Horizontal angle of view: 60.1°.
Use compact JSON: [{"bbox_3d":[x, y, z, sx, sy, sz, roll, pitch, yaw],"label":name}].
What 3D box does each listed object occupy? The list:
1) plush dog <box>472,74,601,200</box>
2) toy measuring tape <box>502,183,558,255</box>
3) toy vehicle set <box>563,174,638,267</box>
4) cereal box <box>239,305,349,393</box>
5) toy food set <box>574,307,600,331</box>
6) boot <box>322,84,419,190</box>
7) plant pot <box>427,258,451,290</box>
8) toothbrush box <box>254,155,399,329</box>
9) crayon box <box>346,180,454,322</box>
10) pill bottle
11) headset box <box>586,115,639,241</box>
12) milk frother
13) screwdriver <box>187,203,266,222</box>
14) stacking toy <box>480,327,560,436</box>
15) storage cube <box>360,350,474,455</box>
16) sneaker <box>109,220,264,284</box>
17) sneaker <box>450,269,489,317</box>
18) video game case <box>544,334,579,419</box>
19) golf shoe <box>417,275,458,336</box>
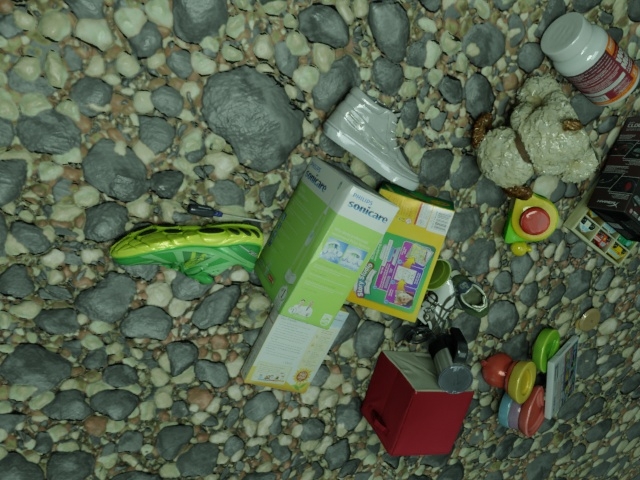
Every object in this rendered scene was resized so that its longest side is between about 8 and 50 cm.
[{"bbox_3d":[0.456,-0.203,1.210,0.226,0.211,0.262,-29,94,27],"label":"plush dog"},{"bbox_3d":[0.531,-0.116,1.342,0.122,0.121,0.329,1,108,-24],"label":"toy measuring tape"},{"bbox_3d":[0.804,-0.049,1.535,0.267,0.035,0.165,28,100,-31],"label":"toy vehicle set"},{"bbox_3d":[-0.061,0.239,1.295,0.173,0.047,0.240,21,104,-30],"label":"cereal box"},{"bbox_3d":[0.820,0.242,1.689,0.083,0.020,0.083,18,105,-29],"label":"toy food set"},{"bbox_3d":[0.136,-0.208,1.137,0.258,0.095,0.123,28,107,-30],"label":"boot"},{"bbox_3d":[0.257,0.065,1.329,0.084,0.079,0.083,-10,118,-19],"label":"plant pot"},{"bbox_3d":[0.000,0.000,1.114,0.122,0.206,0.283,21,103,-29],"label":"toothbrush box"},{"bbox_3d":[0.174,0.027,1.232,0.166,0.081,0.278,18,109,6],"label":"crayon box"},{"bbox_3d":[0.599,-0.402,1.230,0.221,0.121,0.121,25,102,-31],"label":"pill bottle"},{"bbox_3d":[0.843,-0.164,1.423,0.218,0.110,0.293,29,86,-30],"label":"headset box"},{"bbox_3d":[0.286,0.284,1.354,0.143,0.134,0.129,-6,114,2],"label":"milk frother"},{"bbox_3d":[-0.185,-0.049,1.120,0.170,0.025,0.024,11,109,-26],"label":"screwdriver"},{"bbox_3d":[0.600,0.403,1.652,0.279,0.131,0.308,-45,130,-30],"label":"stacking toy"},{"bbox_3d":[0.247,0.416,1.431,0.215,0.183,0.193,7,109,-25],"label":"storage cube"},{"bbox_3d":[-0.253,0.032,1.079,0.296,0.109,0.123,-2,110,-23],"label":"sneaker"},{"bbox_3d":[0.396,0.157,1.428,0.064,0.086,0.192,-44,123,1],"label":"sneaker"},{"bbox_3d":[0.732,0.413,1.679,0.184,0.023,0.201,-25,118,-40],"label":"video game case"},{"bbox_3d":[0.286,0.165,1.392,0.094,0.077,0.198,-9,116,-19],"label":"golf shoe"}]
